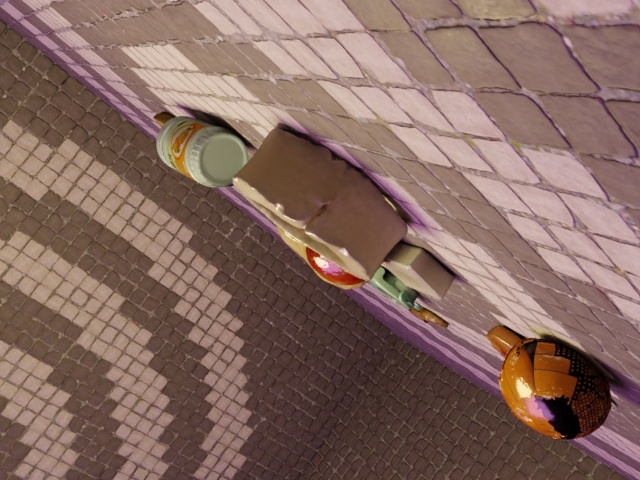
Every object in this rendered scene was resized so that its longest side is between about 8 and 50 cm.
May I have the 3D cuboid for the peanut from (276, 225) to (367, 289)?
[{"bbox_3d":[0.002,0.002,1.928,0.340,0.158,0.174,38,-164,24],"label":"peanut"}]

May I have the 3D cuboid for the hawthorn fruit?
[{"bbox_3d":[0.074,0.020,1.601,0.200,0.179,0.179,20,168,24],"label":"hawthorn fruit"}]

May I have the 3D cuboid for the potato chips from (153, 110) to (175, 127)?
[{"bbox_3d":[-0.385,-0.313,2.167,0.407,0.057,0.080,32,159,41],"label":"potato chips"}]

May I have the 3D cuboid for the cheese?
[{"bbox_3d":[0.000,-0.067,1.391,0.332,0.153,0.292,31,172,36],"label":"cheese"}]

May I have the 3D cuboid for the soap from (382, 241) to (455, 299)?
[{"bbox_3d":[0.216,0.063,1.610,0.121,0.064,0.183,41,172,-19],"label":"soap"}]

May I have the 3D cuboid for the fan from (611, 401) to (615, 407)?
[{"bbox_3d":[0.613,0.330,1.669,0.240,0.009,0.131,37,174,-5],"label":"fan"}]

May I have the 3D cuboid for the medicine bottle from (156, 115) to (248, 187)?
[{"bbox_3d":[-0.316,-0.237,1.873,0.158,0.158,0.318,40,172,-33],"label":"medicine bottle"}]

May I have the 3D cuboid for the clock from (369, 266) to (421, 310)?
[{"bbox_3d":[0.242,0.159,2.224,0.188,0.060,0.148,35,173,5],"label":"clock"}]

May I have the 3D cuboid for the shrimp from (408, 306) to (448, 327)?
[{"bbox_3d":[0.372,0.258,2.416,0.162,0.045,0.095,25,-171,40],"label":"shrimp"}]

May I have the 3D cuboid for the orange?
[{"bbox_3d":[0.484,0.307,1.470,0.234,0.182,0.234,49,173,8],"label":"orange"}]

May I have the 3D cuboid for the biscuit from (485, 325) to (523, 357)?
[{"bbox_3d":[0.515,0.304,1.806,0.202,0.047,0.334,35,175,36],"label":"biscuit"}]
